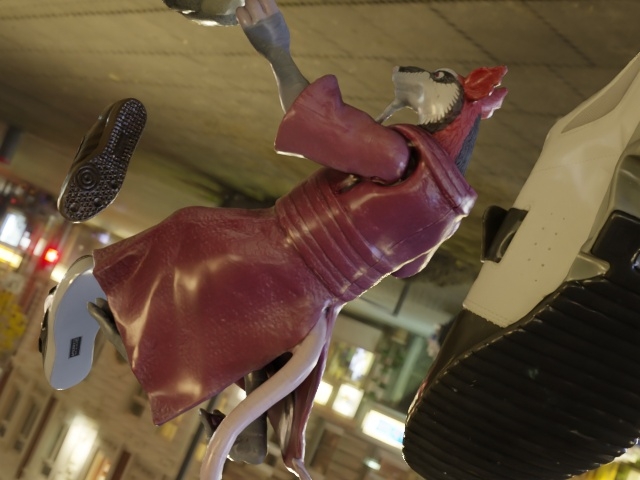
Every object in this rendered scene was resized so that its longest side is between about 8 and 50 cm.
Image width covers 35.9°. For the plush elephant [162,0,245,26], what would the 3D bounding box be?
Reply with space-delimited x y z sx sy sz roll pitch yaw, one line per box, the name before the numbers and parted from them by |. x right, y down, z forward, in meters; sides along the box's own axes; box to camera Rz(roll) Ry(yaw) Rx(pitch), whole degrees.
plush elephant | -0.123 -0.289 0.624 0.271 0.330 0.255 1 -170 -27

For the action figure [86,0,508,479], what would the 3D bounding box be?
action figure | 0.000 0.000 0.738 0.248 0.370 0.276 39 -163 -42

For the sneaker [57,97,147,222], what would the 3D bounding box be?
sneaker | -0.291 -0.102 1.296 0.066 0.188 0.071 42 154 -31

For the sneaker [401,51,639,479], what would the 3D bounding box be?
sneaker | 0.158 0.010 0.573 0.122 0.330 0.146 27 -153 -14

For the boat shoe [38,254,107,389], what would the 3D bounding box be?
boat shoe | -0.313 0.090 1.238 0.080 0.228 0.076 -15 -127 -32
